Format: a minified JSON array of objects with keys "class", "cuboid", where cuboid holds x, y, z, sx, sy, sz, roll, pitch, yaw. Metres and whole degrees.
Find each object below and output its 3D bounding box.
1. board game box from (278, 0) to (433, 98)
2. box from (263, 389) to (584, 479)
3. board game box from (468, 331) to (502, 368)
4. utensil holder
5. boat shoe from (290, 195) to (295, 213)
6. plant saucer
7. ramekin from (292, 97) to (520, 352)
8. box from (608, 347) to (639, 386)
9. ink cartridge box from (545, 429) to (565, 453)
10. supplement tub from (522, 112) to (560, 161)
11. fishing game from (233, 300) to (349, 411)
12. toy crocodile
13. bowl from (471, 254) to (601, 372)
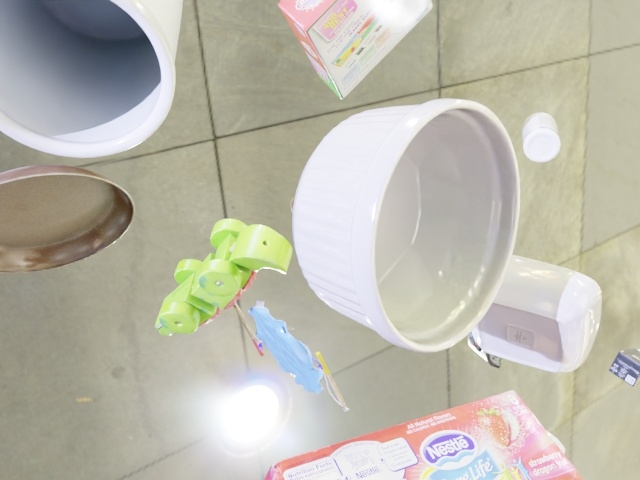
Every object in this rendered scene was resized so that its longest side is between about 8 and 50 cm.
[{"class":"board game box","cuboid":[0.073,-0.386,1.126,0.242,0.064,0.316,-45,167,3]},{"class":"box","cuboid":[0.082,0.231,0.555,0.256,0.128,0.123,-7,137,-31]},{"class":"board game box","cuboid":[0.396,0.185,1.575,0.060,0.194,0.194,12,96,-5]},{"class":"utensil holder","cuboid":[-0.399,-0.385,1.178,0.327,0.386,0.328,-2,134,-2]},{"class":"boat shoe","cuboid":[-0.002,0.000,1.058,0.056,0.048,0.153,-28,78,-7]},{"class":"plant saucer","cuboid":[-0.473,-0.039,1.148,0.310,0.310,0.050,-5,62,-38]},{"class":"ramekin","cuboid":[0.071,-0.018,0.585,0.207,0.109,0.207,-14,110,-43]},{"class":"box","cuboid":[0.667,0.269,1.451,0.083,0.062,0.052,1,116,-42]},{"class":"ink cartridge box","cuboid":[0.280,0.423,1.113,0.189,0.066,0.232,-4,115,-21]},{"class":"supplement tub","cuboid":[0.440,-0.206,1.364,0.107,0.071,0.071,-64,144,-57]},{"class":"fishing game","cuboid":[-0.054,0.177,1.153,0.041,0.264,0.189,-38,121,-23]},{"class":"toy crocodile","cuboid":[-0.173,0.071,1.119,0.105,0.340,0.115,30,43,-22]},{"class":"bowl","cuboid":[0.225,0.086,0.744,0.053,0.142,0.142,-53,146,-37]}]
